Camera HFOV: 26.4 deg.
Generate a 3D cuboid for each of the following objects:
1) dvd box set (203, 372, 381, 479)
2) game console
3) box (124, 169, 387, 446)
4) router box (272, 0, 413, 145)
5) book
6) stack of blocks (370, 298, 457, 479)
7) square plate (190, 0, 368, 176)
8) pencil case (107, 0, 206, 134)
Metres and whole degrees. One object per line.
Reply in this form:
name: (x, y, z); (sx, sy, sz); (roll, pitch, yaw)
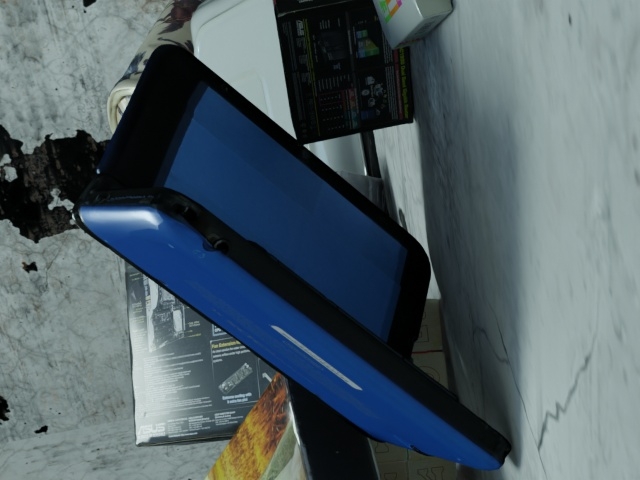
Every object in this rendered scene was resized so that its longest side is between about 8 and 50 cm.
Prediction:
dvd box set: (-0.035, 0.321, 1.125); (0.420, 0.062, 0.307); (123, 139, -55)
game console: (0.000, 0.000, 0.930); (0.293, 0.173, 0.250); (38, 165, -23)
box: (-0.067, 0.078, 1.395); (0.076, 0.307, 0.242); (9, -108, -52)
router box: (0.018, -0.135, 1.008); (0.038, 0.092, 0.122); (-105, 5, -48)
book: (0.051, -0.175, 0.847); (0.144, 0.035, 0.096); (179, 77, -86)
stack of blocks: (0.040, 0.206, 1.135); (0.171, 0.087, 0.297); (154, 112, -66)
square plate: (-0.062, -0.152, 1.633); (0.347, 0.049, 0.344); (-10, 91, 62)
pencil case: (-0.161, -0.261, 1.954); (0.160, 0.183, 0.410); (-60, 5, 47)
